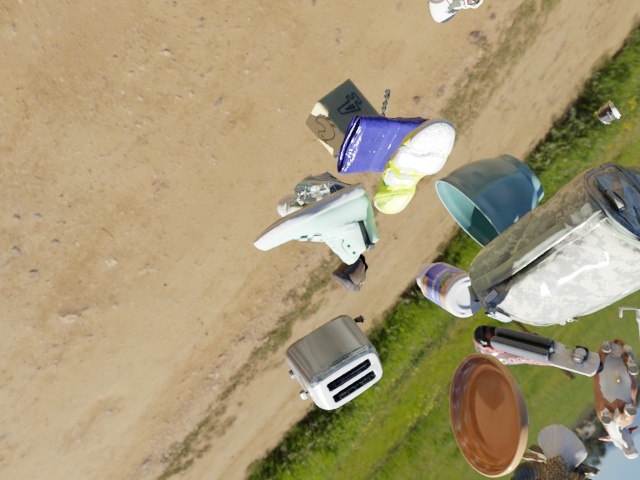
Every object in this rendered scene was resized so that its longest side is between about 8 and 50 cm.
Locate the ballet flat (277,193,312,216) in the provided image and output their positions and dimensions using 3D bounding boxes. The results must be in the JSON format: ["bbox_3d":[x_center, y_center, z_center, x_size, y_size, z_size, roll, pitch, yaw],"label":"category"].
[{"bbox_3d":[-0.070,-0.146,2.035,0.139,0.399,0.139,-25,120,-53],"label":"ballet flat"}]

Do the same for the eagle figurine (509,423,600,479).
[{"bbox_3d":[0.538,0.604,0.978,0.298,0.225,0.226,-33,157,-45],"label":"eagle figurine"}]

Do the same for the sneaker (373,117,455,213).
[{"bbox_3d":[0.176,-0.166,0.854,0.091,0.126,0.240,24,137,-11],"label":"sneaker"}]

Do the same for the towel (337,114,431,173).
[{"bbox_3d":[0.214,-0.333,1.482,0.307,0.076,0.228,-6,142,-28],"label":"towel"}]

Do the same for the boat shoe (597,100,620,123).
[{"bbox_3d":[0.649,-0.286,0.976,0.038,0.046,0.125,-31,-179,36],"label":"boat shoe"}]

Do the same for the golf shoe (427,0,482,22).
[{"bbox_3d":[0.364,-0.650,1.138,0.105,0.120,0.273,-13,172,-7],"label":"golf shoe"}]

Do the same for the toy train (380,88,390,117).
[{"bbox_3d":[0.296,-0.610,1.977,0.036,0.027,0.159,-28,131,-65],"label":"toy train"}]

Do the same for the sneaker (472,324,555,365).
[{"bbox_3d":[0.640,0.361,1.426,0.135,0.275,0.098,82,23,-48],"label":"sneaker"}]

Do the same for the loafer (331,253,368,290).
[{"bbox_3d":[0.139,0.118,1.687,0.130,0.133,0.366,-48,176,4],"label":"loafer"}]

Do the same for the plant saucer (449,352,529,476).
[{"bbox_3d":[0.295,0.301,0.758,0.037,0.200,0.200,7,121,-14],"label":"plant saucer"}]

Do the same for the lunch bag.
[{"bbox_3d":[0.443,0.018,0.776,0.255,0.213,0.305,-1,147,-31],"label":"lunch bag"}]

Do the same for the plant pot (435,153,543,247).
[{"bbox_3d":[0.506,-0.125,1.252,0.196,0.293,0.293,-41,142,2],"label":"plant pot"}]

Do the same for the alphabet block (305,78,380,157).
[{"bbox_3d":[0.087,-0.489,1.743,0.193,0.197,0.192,-42,-178,-22],"label":"alphabet block"}]

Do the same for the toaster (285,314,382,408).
[{"bbox_3d":[0.041,0.276,0.995,0.226,0.146,0.129,-28,122,-12],"label":"toaster"}]

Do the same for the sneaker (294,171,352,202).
[{"bbox_3d":[0.036,-0.217,1.671,0.122,0.282,0.110,-59,143,-32],"label":"sneaker"}]

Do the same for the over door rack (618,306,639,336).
[{"bbox_3d":[1.025,0.366,1.264,0.108,0.325,0.239,-19,-177,12],"label":"over door rack"}]

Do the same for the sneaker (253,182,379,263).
[{"bbox_3d":[0.001,0.000,0.886,0.255,0.094,0.151,-24,101,-3],"label":"sneaker"}]

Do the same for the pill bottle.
[{"bbox_3d":[0.458,0.165,1.569,0.152,0.272,0.153,-2,100,-14],"label":"pill bottle"}]

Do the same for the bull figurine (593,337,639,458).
[{"bbox_3d":[0.796,0.415,1.161,0.188,0.101,0.311,34,58,-56],"label":"bull figurine"}]

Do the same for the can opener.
[{"bbox_3d":[0.624,0.316,1.209,0.074,0.280,0.093,-49,133,-30],"label":"can opener"}]
